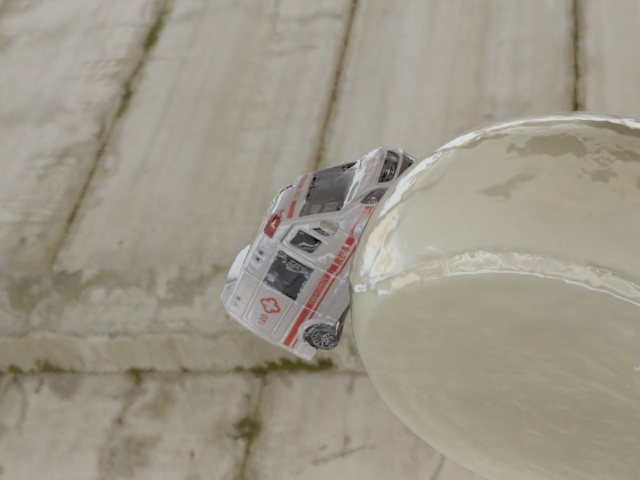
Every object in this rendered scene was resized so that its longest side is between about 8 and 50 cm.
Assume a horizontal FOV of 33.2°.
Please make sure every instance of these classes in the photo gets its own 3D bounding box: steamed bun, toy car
[{"bbox_3d":[0.135,0.025,0.540,0.232,0.231,0.145,8,-130,25],"label":"steamed bun"},{"bbox_3d":[0.000,0.000,0.875,0.108,0.209,0.089,27,-138,-4],"label":"toy car"}]
